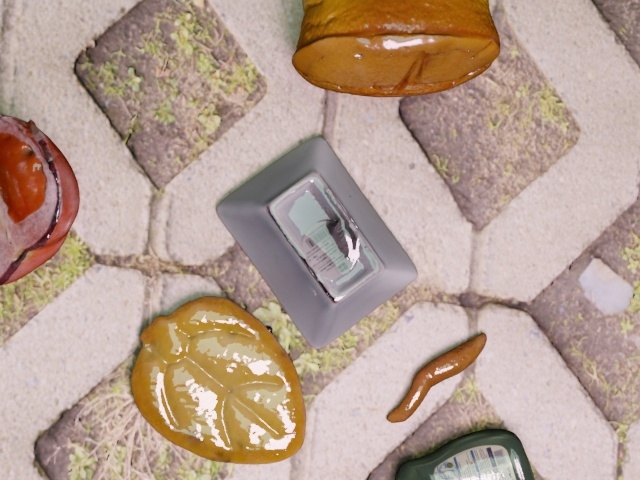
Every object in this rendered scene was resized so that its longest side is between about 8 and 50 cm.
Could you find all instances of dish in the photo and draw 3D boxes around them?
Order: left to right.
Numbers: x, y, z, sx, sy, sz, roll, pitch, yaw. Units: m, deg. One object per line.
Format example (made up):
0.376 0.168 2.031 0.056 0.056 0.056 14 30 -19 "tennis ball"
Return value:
0.000 0.000 1.643 0.182 0.080 0.243 -36 92 -8 "dish"

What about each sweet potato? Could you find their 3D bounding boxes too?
0.156 0.182 1.674 0.179 0.044 0.044 -39 92 -9 "sweet potato"

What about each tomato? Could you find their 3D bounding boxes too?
-0.387 -0.058 1.573 0.228 0.112 0.199 -34 79 27 "tomato"

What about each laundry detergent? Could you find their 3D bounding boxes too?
0.173 0.342 1.646 0.222 0.078 0.144 -19 93 -8 "laundry detergent"

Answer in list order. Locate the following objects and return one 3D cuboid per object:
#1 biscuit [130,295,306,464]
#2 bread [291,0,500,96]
-0.127 0.194 1.634 0.260 0.041 0.203 41 83 -2 "biscuit"
0.098 -0.264 1.615 0.270 0.195 0.142 1 80 -3 "bread"
